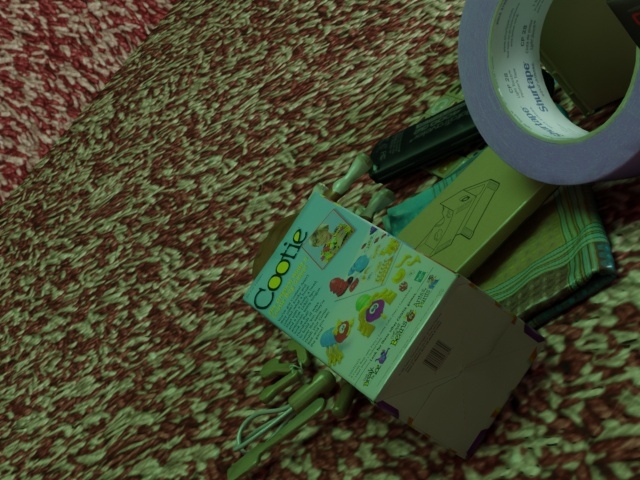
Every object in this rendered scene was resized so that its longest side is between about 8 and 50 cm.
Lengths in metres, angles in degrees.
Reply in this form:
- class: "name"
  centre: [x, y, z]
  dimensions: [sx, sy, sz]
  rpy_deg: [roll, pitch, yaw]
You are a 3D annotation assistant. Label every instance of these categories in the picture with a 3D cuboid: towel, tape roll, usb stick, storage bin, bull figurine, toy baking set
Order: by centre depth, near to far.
- class: "tape roll"
  centre: [0.273, -0.196, 1.484]
  dimensions: [0.090, 0.275, 0.274]
  rpy_deg: [-9, -4, -43]
- class: "towel"
  centre: [0.186, 0.000, 1.613]
  dimensions: [0.271, 0.040, 0.370]
  rpy_deg: [-34, 25, 19]
- class: "storage bin"
  centre: [0.345, -0.307, 1.623]
  dimensions: [0.262, 0.260, 0.123]
  rpy_deg: [-23, 33, 36]
- class: "toy baking set"
  centre: [-0.013, 0.171, 1.645]
  dimensions: [0.196, 0.030, 0.256]
  rpy_deg: [-26, 27, 39]
- class: "bull figurine"
  centre: [0.000, 0.000, 1.765]
  dimensions: [0.188, 0.101, 0.310]
  rpy_deg: [-49, 11, -18]
- class: "usb stick"
  centre: [0.177, -0.145, 1.848]
  dimensions: [0.278, 0.045, 0.077]
  rpy_deg: [-24, 36, 35]

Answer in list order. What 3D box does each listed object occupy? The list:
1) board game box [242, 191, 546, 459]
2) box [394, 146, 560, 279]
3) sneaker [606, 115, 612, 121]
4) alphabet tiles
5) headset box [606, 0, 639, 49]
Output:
- class: "board game box"
  centre: [0.067, 0.079, 1.446]
  dimensions: [0.144, 0.142, 0.275]
  rpy_deg: [-56, 35, -1]
- class: "box"
  centre: [0.158, -0.017, 1.615]
  dimensions: [0.201, 0.021, 0.164]
  rpy_deg: [-45, 25, -3]
- class: "sneaker"
  centre: [0.398, -0.188, 1.498]
  dimensions: [0.262, 0.125, 0.104]
  rpy_deg: [-32, 25, 22]
- class: "alphabet tiles"
  centre: [0.201, -0.163, 1.909]
  dimensions: [0.198, 0.009, 0.237]
  rpy_deg: [-45, 24, -5]
- class: "headset box"
  centre: [0.412, -0.190, 1.270]
  dimensions: [0.218, 0.293, 0.110]
  rpy_deg: [-16, 34, 44]
